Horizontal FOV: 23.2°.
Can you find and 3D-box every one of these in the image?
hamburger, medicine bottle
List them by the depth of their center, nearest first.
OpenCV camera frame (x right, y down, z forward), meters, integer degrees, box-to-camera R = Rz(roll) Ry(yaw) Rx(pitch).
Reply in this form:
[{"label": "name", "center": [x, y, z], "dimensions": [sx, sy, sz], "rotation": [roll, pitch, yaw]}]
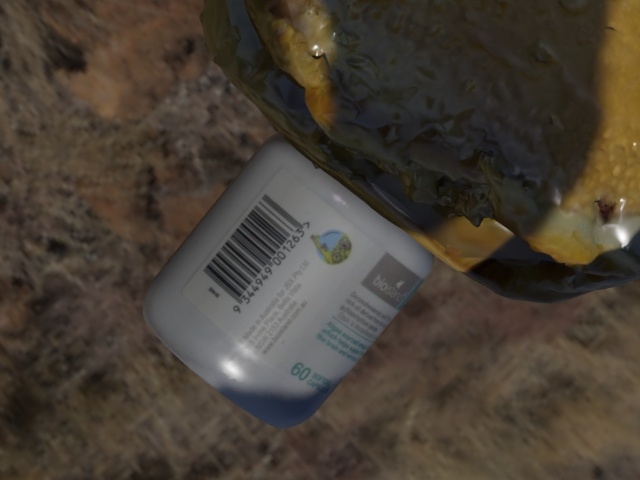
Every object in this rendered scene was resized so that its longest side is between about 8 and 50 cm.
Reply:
[{"label": "hamburger", "center": [0.110, -0.127, 0.686], "dimensions": [0.318, 0.318, 0.158], "rotation": [-40, 179, -7]}, {"label": "medicine bottle", "center": [0.000, 0.000, 0.989], "dimensions": [0.215, 0.135, 0.135], "rotation": [-50, 149, 3]}]
